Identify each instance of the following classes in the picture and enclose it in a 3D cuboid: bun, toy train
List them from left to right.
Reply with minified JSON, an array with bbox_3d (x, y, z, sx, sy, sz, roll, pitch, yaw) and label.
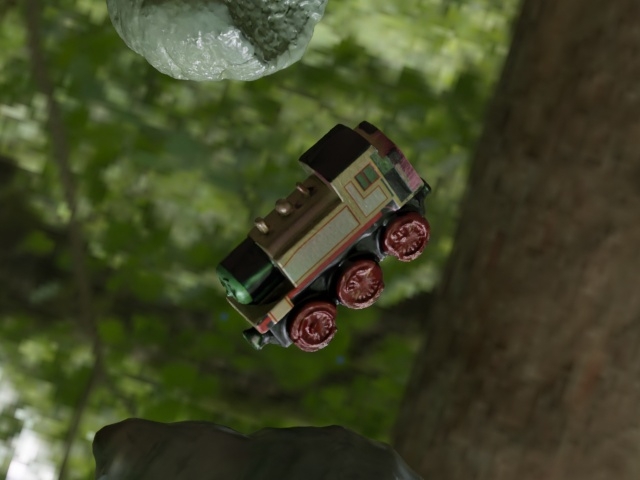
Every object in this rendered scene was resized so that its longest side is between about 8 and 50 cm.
[{"bbox_3d":[-0.064,-0.207,1.473,0.126,0.212,0.204,62,-174,-47],"label":"bun"},{"bbox_3d":[0.000,0.000,1.038,0.087,0.138,0.050,51,172,-35],"label":"toy train"}]

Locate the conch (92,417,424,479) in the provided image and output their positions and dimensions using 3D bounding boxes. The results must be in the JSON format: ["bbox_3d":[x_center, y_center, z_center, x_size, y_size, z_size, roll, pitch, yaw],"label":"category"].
[{"bbox_3d":[0.034,0.150,0.598,0.277,0.195,0.220,41,-164,11],"label":"conch"}]
